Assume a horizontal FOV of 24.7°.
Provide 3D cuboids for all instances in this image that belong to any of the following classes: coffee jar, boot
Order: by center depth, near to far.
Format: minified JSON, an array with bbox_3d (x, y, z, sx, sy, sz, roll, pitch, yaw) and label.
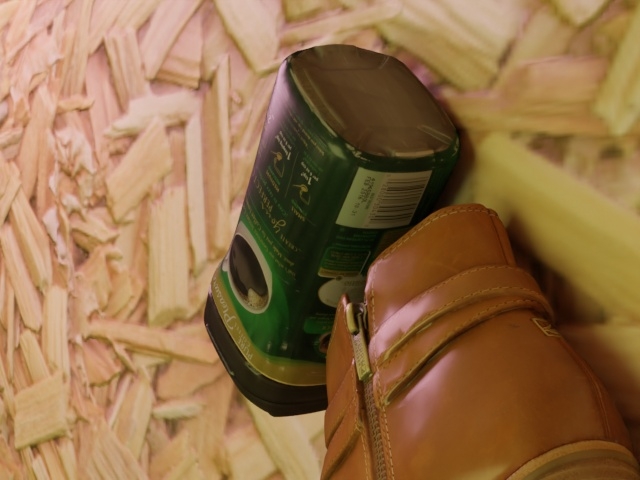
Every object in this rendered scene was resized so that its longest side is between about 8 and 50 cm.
[{"bbox_3d":[0.022,0.138,0.650,0.283,0.109,0.220,-52,41,35],"label":"boot"},{"bbox_3d":[0.000,0.000,0.740,0.096,0.079,0.184,59,141,38],"label":"coffee jar"}]
